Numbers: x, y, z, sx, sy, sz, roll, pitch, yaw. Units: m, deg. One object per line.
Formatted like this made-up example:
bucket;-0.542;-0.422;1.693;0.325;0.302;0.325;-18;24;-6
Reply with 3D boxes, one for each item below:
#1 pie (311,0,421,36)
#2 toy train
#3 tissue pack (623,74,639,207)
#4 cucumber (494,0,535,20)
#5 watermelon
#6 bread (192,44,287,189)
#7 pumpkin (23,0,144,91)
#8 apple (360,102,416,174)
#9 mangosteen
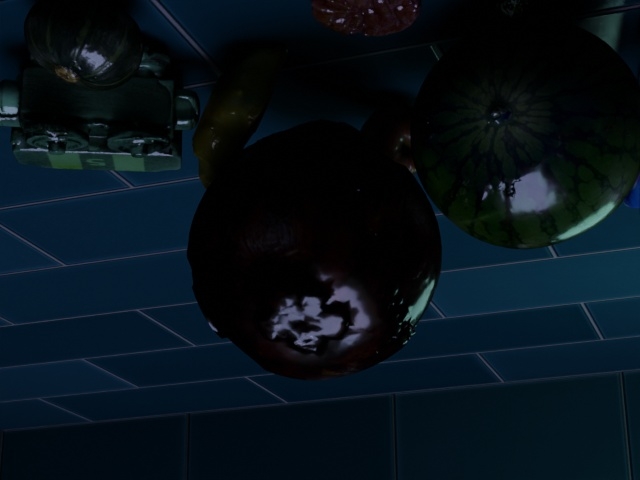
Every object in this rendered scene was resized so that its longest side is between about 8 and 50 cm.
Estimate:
pie;0.064;-0.323;1.832;0.155;0.036;0.154;1;159;0
toy train;-0.333;-0.195;2.010;0.299;0.166;0.238;3;169;-7
tissue pack;0.587;-0.165;2.108;0.198;0.146;0.263;-4;158;4
cucumber;0.261;-0.364;1.682;0.072;0.072;0.300;0;162;-2
watermelon;0.291;-0.150;1.884;0.363;0.363;0.363;-1;159;0
bread;-0.133;-0.187;1.998;0.088;0.160;0.233;31;139;-2
pumpkin;-0.321;-0.274;1.820;0.167;0.125;0.167;27;155;14
apple;0.119;-0.162;2.144;0.126;0.126;0.102;13;-166;-32
mangosteen;-0.016;0.016;1.978;0.381;0.381;0.421;4;-170;-13
